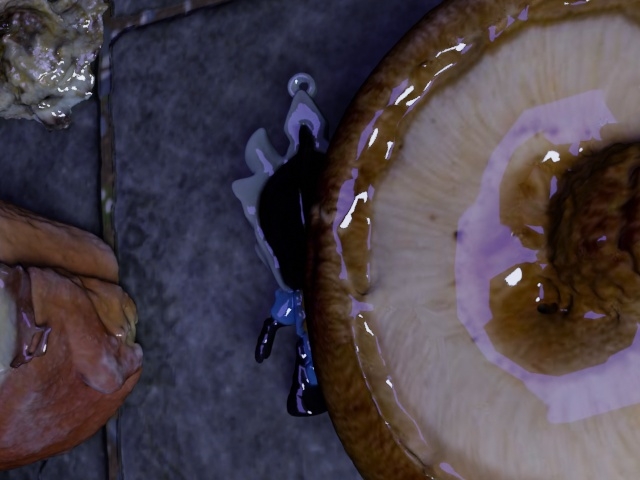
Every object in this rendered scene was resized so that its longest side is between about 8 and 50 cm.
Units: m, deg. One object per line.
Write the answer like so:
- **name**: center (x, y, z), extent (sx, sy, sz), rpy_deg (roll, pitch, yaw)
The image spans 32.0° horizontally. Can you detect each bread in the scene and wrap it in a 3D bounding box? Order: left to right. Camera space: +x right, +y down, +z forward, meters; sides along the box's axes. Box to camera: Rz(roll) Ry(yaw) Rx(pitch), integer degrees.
- **bread**: center (-0.229, 0.058, 0.725), extent (0.244, 0.123, 0.190), rpy_deg (4, 86, 32)

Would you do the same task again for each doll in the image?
- **doll**: center (0.000, 0.000, 0.630), extent (0.096, 0.070, 0.195), rpy_deg (-8, 85, 14)

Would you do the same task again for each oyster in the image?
- **oyster**: center (-0.228, -0.130, 0.797), extent (0.165, 0.053, 0.108), rpy_deg (-1, 92, 24)

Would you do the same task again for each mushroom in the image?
- **mushroom**: center (0.125, 0.009, 0.503), extent (0.278, 0.163, 0.297), rpy_deg (-3, 80, 39)
